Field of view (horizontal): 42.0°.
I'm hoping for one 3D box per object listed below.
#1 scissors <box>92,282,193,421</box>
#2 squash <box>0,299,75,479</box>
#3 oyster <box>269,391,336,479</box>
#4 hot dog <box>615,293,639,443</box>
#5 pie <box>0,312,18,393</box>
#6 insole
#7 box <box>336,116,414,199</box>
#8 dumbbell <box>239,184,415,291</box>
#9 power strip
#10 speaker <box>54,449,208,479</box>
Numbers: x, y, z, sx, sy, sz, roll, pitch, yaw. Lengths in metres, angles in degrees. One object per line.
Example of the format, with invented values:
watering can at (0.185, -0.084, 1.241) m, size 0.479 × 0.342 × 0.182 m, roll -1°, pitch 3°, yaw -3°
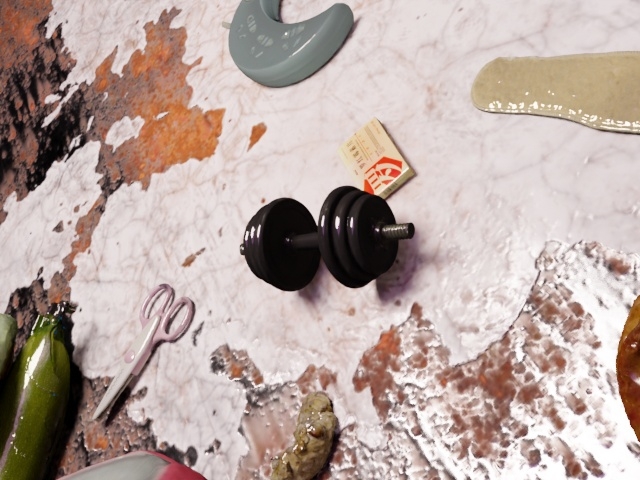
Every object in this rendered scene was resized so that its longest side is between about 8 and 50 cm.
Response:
scissors at (-0.213, 0.133, 0.973) m, size 0.085 × 0.022 × 0.176 m, roll 26°, pitch 81°, yaw 42°
squash at (-0.354, 0.231, 0.988) m, size 0.087 × 0.087 × 0.332 m, roll -3°, pitch 66°, yaw 39°
oyster at (-0.025, 0.184, 0.775) m, size 0.080 × 0.038 × 0.083 m, roll -28°, pitch 52°, yaw 28°
hot dog at (0.293, 0.070, 0.529) m, size 0.227 × 0.099 × 0.160 m, roll -39°, pitch 45°, yaw 23°
pie at (-0.418, 0.198, 1.003) m, size 0.240 × 0.054 × 0.241 m, roll -163°, pitch 90°, yaw -80°
insole at (0.241, -0.138, 0.756) m, size 0.248 × 0.011 × 0.081 m, roll 15°, pitch 76°, yaw 44°
box at (0.056, -0.083, 0.876) m, size 0.058 × 0.015 × 0.093 m, roll -42°, pitch 46°, yaw 16°
dumbbell at (0.000, 0.000, 0.816) m, size 0.208 × 0.099 × 0.099 m, roll -7°, pitch 62°, yaw 38°
power strip at (-0.058, -0.266, 1.058) m, size 0.216 × 0.044 × 0.137 m, roll 36°, pitch 91°, yaw 45°
speaker at (-0.197, 0.305, 0.680) m, size 0.294 × 0.294 × 0.294 m, roll -20°, pitch 54°, yaw 31°
